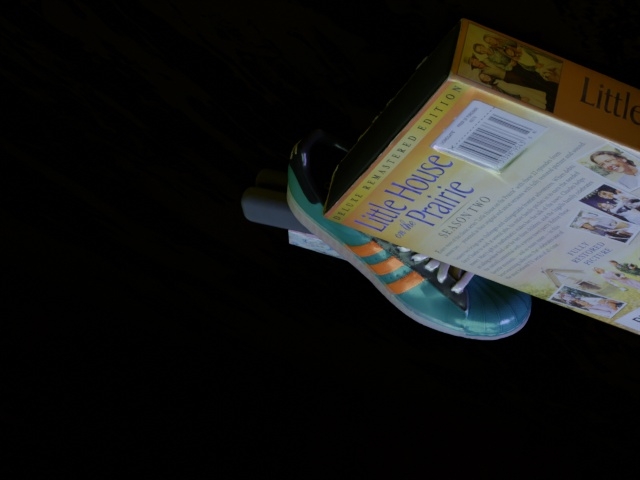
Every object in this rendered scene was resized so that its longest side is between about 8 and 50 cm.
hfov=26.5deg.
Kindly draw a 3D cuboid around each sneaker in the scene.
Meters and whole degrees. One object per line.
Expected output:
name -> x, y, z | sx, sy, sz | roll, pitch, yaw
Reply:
sneaker -> 0.086, -0.008, 1.401 | 0.302, 0.108, 0.121 | 33, 160, 15

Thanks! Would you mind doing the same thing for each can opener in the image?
can opener -> 0.037, -0.050, 1.559 | 0.283, 0.076, 0.095 | 12, 136, 26

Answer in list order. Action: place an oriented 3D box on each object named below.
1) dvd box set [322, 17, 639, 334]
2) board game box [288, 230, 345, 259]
dvd box set -> 0.244, -0.024, 1.174 | 0.420, 0.062, 0.307 | 20, 155, -11
board game box -> 0.000, 0.000, 1.917 | 0.090, 0.020, 0.090 | 16, 169, 2
